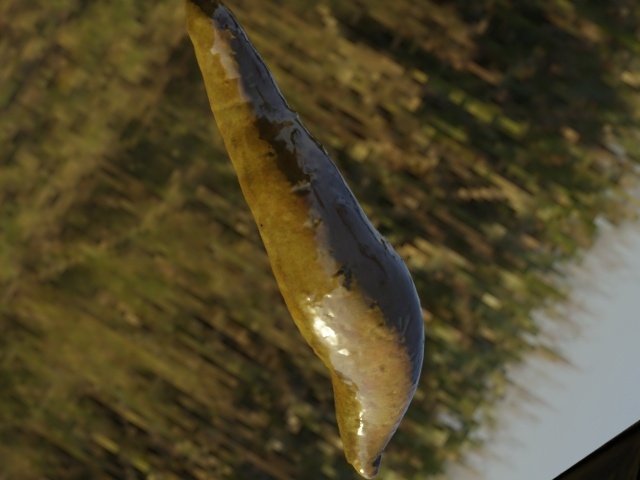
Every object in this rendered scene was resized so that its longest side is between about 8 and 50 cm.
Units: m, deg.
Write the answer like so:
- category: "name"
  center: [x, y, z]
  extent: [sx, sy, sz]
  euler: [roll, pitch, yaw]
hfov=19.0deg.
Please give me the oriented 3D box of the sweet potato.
- category: "sweet potato"
  center: [0.000, -0.001, 0.864]
  extent: [0.059, 0.249, 0.069]
  euler: [-31, -159, -18]

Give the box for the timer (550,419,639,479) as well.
- category: "timer"
  center: [0.079, 0.111, 0.537]
  extent: [0.187, 0.055, 0.144]
  euler: [-50, -163, 55]
